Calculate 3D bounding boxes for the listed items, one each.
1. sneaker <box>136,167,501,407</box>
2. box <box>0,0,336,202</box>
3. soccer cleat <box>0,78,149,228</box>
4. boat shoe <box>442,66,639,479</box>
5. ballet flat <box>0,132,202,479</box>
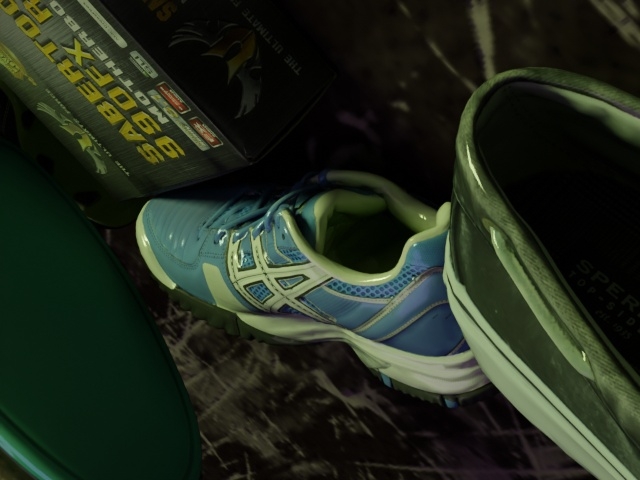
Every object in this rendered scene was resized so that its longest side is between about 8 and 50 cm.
[{"bbox_3d":[0.000,0.000,0.809,0.211,0.080,0.081,13,140,39],"label":"sneaker"},{"bbox_3d":[-0.119,-0.122,0.797,0.231,0.056,0.183,48,160,-14],"label":"box"},{"bbox_3d":[-0.150,-0.073,0.977,0.179,0.060,0.072,46,172,11],"label":"soccer cleat"},{"bbox_3d":[0.154,0.064,0.546,0.335,0.121,0.119,34,164,31],"label":"boat shoe"},{"bbox_3d":[-0.231,-0.031,0.897,0.182,0.164,0.483,-41,77,34],"label":"ballet flat"}]
